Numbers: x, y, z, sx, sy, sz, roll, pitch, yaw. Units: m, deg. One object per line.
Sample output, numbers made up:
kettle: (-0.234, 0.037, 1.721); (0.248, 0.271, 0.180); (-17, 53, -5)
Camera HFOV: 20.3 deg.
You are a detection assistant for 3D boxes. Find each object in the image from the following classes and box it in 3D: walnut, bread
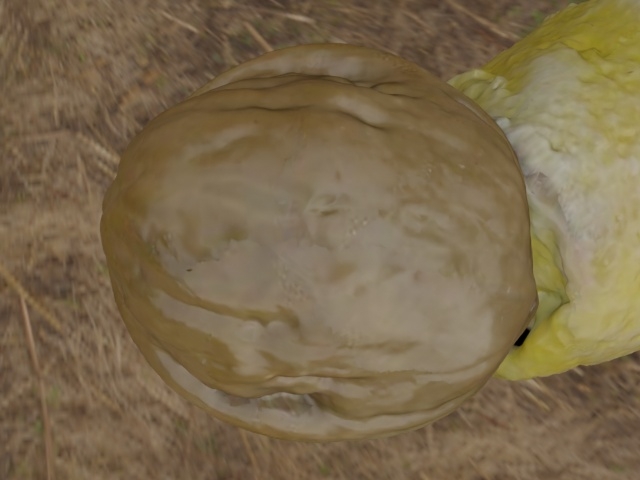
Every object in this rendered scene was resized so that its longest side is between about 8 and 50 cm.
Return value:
walnut: (0.000, 0.000, 0.661); (0.166, 0.166, 0.149); (15, 85, -13)
bread: (0.128, -0.027, 0.951); (0.170, 0.197, 0.197); (-20, 106, -33)
